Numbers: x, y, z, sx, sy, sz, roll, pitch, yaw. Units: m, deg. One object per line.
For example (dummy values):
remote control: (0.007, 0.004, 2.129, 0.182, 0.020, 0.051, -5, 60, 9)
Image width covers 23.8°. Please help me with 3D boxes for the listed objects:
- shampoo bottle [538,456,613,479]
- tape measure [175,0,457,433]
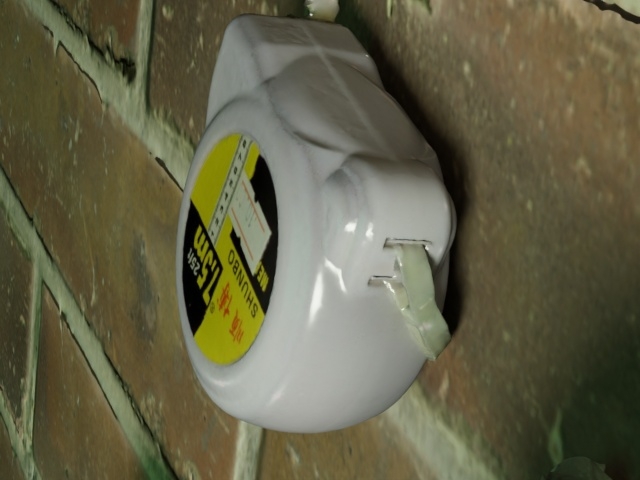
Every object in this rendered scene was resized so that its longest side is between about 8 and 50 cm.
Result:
shampoo bottle: (0.069, 0.164, 0.650, 0.212, 0.049, 0.072, 118, 148, -50)
tape measure: (-0.002, 0.001, 0.755, 0.178, 0.105, 0.196, -65, 35, 35)
